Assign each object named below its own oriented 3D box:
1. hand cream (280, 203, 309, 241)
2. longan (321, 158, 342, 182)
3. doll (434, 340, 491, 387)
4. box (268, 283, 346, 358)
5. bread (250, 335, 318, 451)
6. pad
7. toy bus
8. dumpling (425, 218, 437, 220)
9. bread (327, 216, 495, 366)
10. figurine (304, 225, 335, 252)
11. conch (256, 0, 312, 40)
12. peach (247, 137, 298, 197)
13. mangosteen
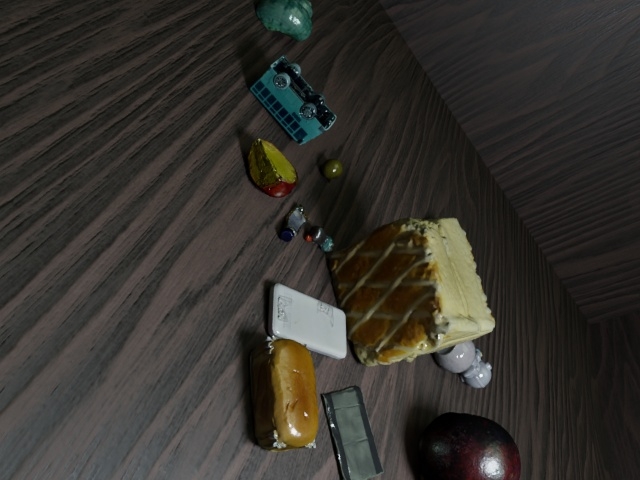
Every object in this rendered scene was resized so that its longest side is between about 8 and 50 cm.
[{"bbox_3d":[-0.075,-0.047,1.581,0.062,0.039,0.163,52,29,-14],"label":"hand cream"},{"bbox_3d":[0.038,-0.230,1.829,0.075,0.075,0.083,-15,122,-56],"label":"longan"},{"bbox_3d":[0.521,0.438,1.967,0.287,0.150,0.151,43,38,-32],"label":"doll"},{"bbox_3d":[-0.028,0.217,1.455,0.285,0.044,0.142,29,49,-41],"label":"box"},{"bbox_3d":[-0.079,0.346,1.243,0.136,0.107,0.241,21,52,-42],"label":"bread"},{"bbox_3d":[0.084,0.506,1.435,0.174,0.022,0.233,6,62,-51],"label":"pad"},{"bbox_3d":[-0.085,-0.430,1.720,0.256,0.147,0.128,48,37,-14],"label":"toy bus"},{"bbox_3d":[0.519,0.006,2.266,0.162,0.132,0.250,3,50,-43],"label":"dumpling"},{"bbox_3d":[0.251,0.152,1.588,0.279,0.390,0.371,5,66,-43],"label":"bread"},{"bbox_3d":[0.000,0.000,1.641,0.060,0.047,0.106,-54,128,-7],"label":"figurine"},{"bbox_3d":[-0.105,-0.803,1.953,0.196,0.134,0.202,56,35,-14],"label":"conch"},{"bbox_3d":[-0.143,-0.193,1.534,0.172,0.092,0.127,48,30,-2],"label":"peach"},{"bbox_3d":[0.418,0.642,1.568,0.300,0.300,0.301,32,45,-38],"label":"mangosteen"}]
